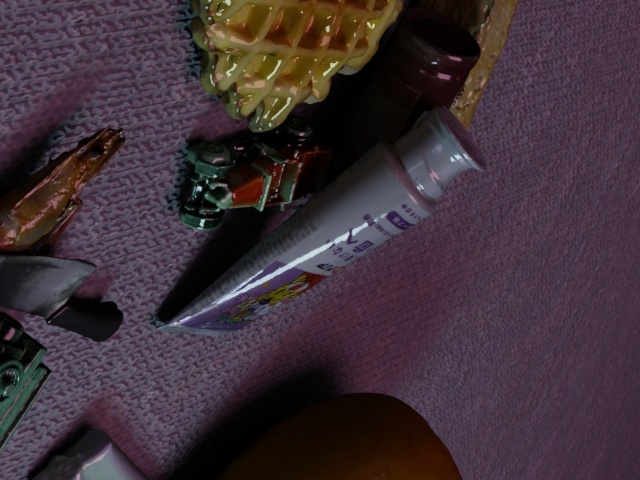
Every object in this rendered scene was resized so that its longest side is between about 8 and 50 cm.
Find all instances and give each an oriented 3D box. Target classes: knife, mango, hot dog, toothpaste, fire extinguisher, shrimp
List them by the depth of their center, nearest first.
[{"bbox_3d":[-0.188,-0.013,0.996,0.162,0.045,0.095,-44,151,-10],"label":"shrimp"},{"bbox_3d":[-0.191,0.034,1.025,0.060,0.028,0.230,-44,161,5],"label":"knife"},{"bbox_3d":[0.000,0.000,1.209,0.299,0.073,0.114,-36,163,17],"label":"toothpaste"},{"bbox_3d":[0.034,-0.083,1.253,0.106,0.075,0.252,5,130,-36],"label":"fire extinguisher"},{"bbox_3d":[0.119,-0.176,1.279,0.073,0.084,0.242,-22,137,-53],"label":"hot dog"},{"bbox_3d":[-0.015,0.297,1.422,0.378,0.221,0.264,-31,156,-31],"label":"mango"}]

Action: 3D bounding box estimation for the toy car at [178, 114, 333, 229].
[{"bbox_3d":[-0.053,-0.052,1.165,0.143,0.054,0.073,-22,136,-49],"label":"toy car"}]

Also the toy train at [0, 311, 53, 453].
[{"bbox_3d":[-0.256,0.129,1.026,0.170,0.071,0.111,-57,162,-2],"label":"toy train"}]

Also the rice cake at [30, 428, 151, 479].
[{"bbox_3d":[-0.182,0.231,1.274,0.080,0.042,0.222,-44,151,-12],"label":"rice cake"}]

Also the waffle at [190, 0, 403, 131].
[{"bbox_3d":[-0.002,-0.206,1.084,0.250,0.056,0.261,-47,153,-18],"label":"waffle"}]
